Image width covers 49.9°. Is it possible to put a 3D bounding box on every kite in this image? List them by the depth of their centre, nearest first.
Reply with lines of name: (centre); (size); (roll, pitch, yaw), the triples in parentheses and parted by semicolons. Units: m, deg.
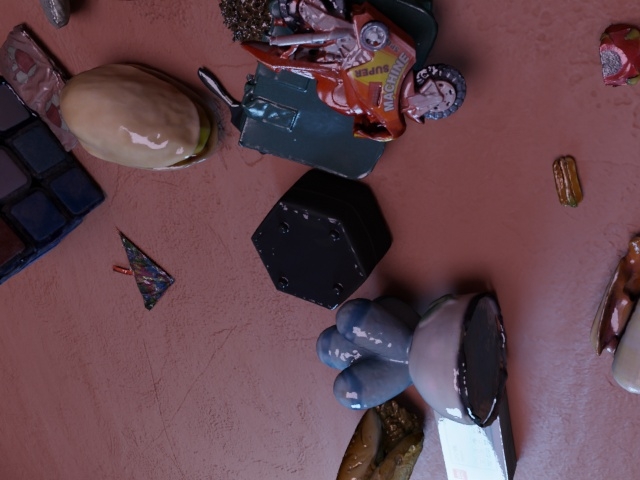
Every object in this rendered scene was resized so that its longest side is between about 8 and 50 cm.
kite: (-0.420, 0.076, 1.622); (0.189, 0.009, 0.232); (8, 124, 27)

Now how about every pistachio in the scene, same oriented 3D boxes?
pistachio: (-0.334, -0.225, 1.259); (0.299, 0.188, 0.188); (16, 128, 12)

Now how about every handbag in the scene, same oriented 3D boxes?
handbag: (0.015, -0.253, 1.043); (0.238, 0.089, 0.327); (16, 134, -10)

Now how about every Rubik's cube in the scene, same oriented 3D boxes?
Rubik's cube: (-0.751, -0.075, 1.481); (0.358, 0.362, 0.363); (-25, 108, 37)

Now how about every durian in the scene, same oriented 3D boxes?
durian: (-0.090, -0.361, 1.073); (0.188, 0.091, 0.148); (-26, 107, 37)

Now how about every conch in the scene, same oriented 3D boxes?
conch: (0.519, 0.123, 1.061); (0.158, 0.127, 0.255); (27, 114, 51)

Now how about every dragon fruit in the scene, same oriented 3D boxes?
dragon fruit: (0.400, -0.238, 0.898); (0.060, 0.056, 0.083); (0, 119, 31)

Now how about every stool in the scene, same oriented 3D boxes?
stool: (0.000, 0.000, 1.237); (0.232, 0.141, 0.232); (16, 128, 21)

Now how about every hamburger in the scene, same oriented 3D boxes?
hamburger: (0.116, 0.465, 1.431); (0.146, 0.243, 0.286); (24, 115, 16)

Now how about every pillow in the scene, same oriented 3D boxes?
pillow: (-0.482, -0.489, 1.200); (0.050, 0.128, 0.229); (-14, 124, -14)
pillow: (-0.560, -0.313, 1.407); (0.248, 0.049, 0.135); (50, 131, -4)

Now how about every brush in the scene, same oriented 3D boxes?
brush: (-0.153, -0.236, 1.245); (0.193, 0.016, 0.063); (47, 131, -7)

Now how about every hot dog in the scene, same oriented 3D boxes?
hot dog: (0.374, -0.089, 1.043); (0.037, 0.021, 0.083); (-13, 113, 13)

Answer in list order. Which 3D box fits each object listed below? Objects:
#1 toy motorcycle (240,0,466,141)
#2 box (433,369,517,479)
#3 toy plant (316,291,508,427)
toy motorcycle: (0.052, -0.233, 0.935); (0.298, 0.089, 0.171); (31, 128, -19)
box: (0.307, 0.370, 1.360); (0.134, 0.079, 0.270); (1, 121, 29)
toy plant: (0.144, 0.201, 1.235); (0.332, 0.247, 0.247); (-1, 121, 30)
